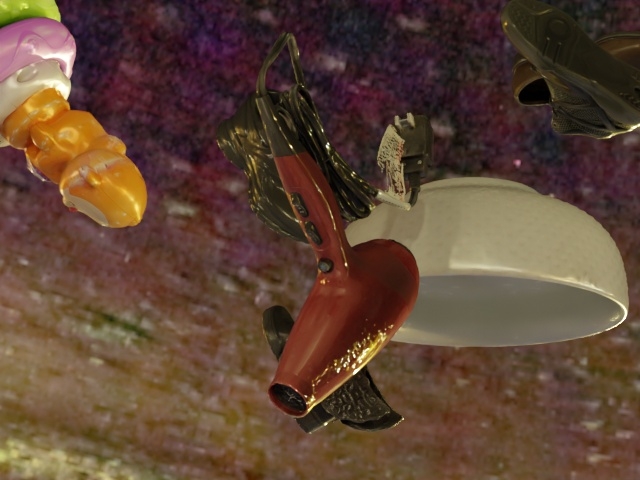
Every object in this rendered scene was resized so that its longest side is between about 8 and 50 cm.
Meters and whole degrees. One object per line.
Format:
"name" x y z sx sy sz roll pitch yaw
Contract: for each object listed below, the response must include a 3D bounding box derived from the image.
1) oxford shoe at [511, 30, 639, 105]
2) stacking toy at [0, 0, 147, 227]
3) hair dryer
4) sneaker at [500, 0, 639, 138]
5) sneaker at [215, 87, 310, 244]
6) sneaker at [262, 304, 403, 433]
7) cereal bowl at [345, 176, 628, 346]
"oxford shoe" 0.374 -0.223 1.430 0.227 0.096 0.083 -10 138 28
"stacking toy" -0.211 -0.119 0.637 0.302 0.166 0.175 49 174 6
"hair dryer" 0.000 0.000 0.855 0.080 0.293 0.224 -11 157 43
"sneaker" 0.298 -0.201 1.292 0.227 0.087 0.130 32 153 -11
"sneaker" -0.056 -0.116 1.590 0.109 0.286 0.130 -3 141 -50
"sneaker" 0.007 0.113 0.968 0.089 0.170 0.051 -31 139 12
"cereal bowl" 0.173 0.020 1.179 0.339 0.141 0.339 3 163 1
